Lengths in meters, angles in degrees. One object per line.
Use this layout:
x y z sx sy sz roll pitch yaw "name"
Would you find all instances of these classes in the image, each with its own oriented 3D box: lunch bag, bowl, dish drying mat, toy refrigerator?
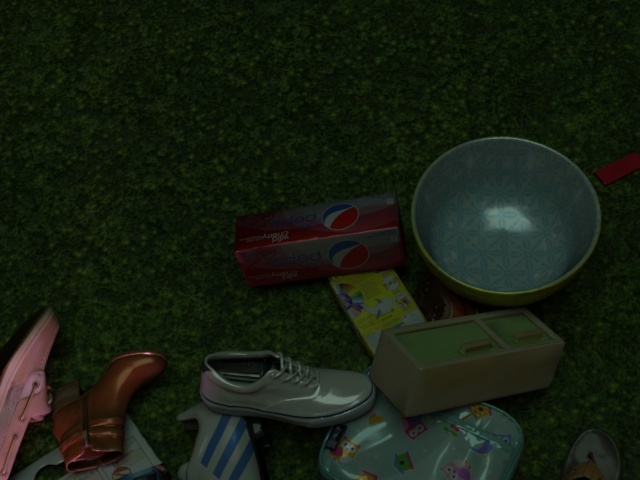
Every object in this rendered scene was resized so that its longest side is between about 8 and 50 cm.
0.142 0.307 1.833 0.279 0.108 0.224 23 64 17 "lunch bag"
0.282 -0.004 1.974 0.289 0.156 0.289 -1 58 1 "bowl"
0.501 -0.120 2.114 0.083 0.008 0.032 -26 61 -10 "dish drying mat"
0.215 0.169 1.830 0.269 0.094 0.102 -6 33 -33 "toy refrigerator"

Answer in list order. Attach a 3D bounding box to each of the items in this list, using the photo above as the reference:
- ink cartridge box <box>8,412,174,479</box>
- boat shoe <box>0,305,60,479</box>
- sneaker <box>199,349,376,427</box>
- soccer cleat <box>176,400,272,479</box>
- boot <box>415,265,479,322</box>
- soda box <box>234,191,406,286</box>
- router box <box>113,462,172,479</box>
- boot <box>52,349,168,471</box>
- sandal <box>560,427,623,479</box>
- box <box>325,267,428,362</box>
-0.321 0.460 1.814 0.308 0.091 0.385 -32 46 -14 "ink cartridge box"
-0.464 0.243 1.929 0.098 0.109 0.302 34 58 -20 "boat shoe"
-0.049 0.207 1.807 0.258 0.091 0.094 0 47 4 "sneaker"
-0.127 0.373 1.823 0.143 0.116 0.331 -17 54 4 "soccer cleat"
0.200 0.095 1.978 0.084 0.059 0.158 22 27 -22 "boot"
0.000 0.000 2.004 0.263 0.092 0.083 -9 45 8 "soda box"
-0.247 0.382 1.774 0.092 0.038 0.122 -20 46 -2 "router box"
-0.307 0.258 1.898 0.197 0.073 0.152 -27 43 5 "boot"
0.368 0.364 1.811 0.090 0.060 0.219 29 66 19 "sandal"
0.089 0.102 1.995 0.105 0.043 0.179 -25 63 -10 "box"
